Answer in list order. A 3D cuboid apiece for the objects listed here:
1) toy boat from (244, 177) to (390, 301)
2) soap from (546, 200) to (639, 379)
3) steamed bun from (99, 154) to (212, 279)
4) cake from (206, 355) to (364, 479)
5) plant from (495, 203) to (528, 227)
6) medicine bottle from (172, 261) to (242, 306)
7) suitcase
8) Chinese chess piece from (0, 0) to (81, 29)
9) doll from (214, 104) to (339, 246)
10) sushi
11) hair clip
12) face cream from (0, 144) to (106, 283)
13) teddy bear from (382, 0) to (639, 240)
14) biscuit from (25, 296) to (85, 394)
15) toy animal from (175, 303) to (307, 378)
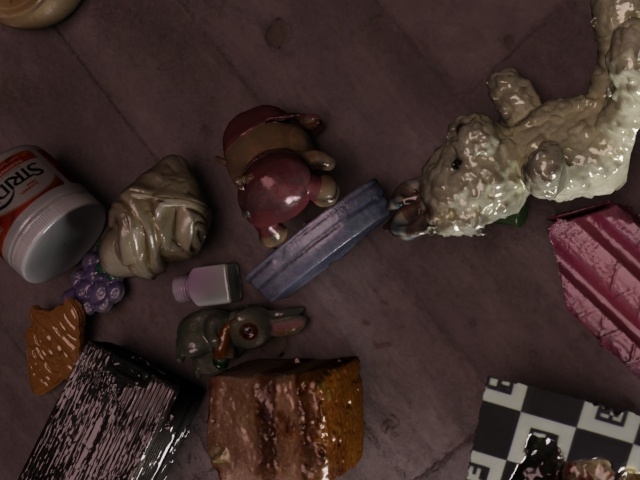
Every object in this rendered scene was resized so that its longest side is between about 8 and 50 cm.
[{"bbox_3d":[0.000,0.000,1.613,0.283,0.127,0.078,-38,80,17],"label":"toy boat"},{"bbox_3d":[0.458,0.060,1.439,0.289,0.112,0.182,44,107,14],"label":"soap"},{"bbox_3d":[-0.276,-0.019,1.690,0.144,0.218,0.211,31,130,17],"label":"steamed bun"},{"bbox_3d":[-0.084,0.299,1.631,0.293,0.199,0.196,-2,95,23],"label":"cake"},{"bbox_3d":[0.283,-0.054,1.540,0.102,0.051,0.051,23,101,33],"label":"plant"},{"bbox_3d":[-0.208,0.083,1.740,0.118,0.055,0.074,-9,90,21],"label":"medicine bottle"},{"bbox_3d":[-0.385,0.373,1.744,0.230,0.152,0.335,23,83,18],"label":"suitcase"},{"bbox_3d":[-0.562,-0.530,1.827,0.250,0.103,0.249,0,91,23],"label":"Chinese chess piece"},{"bbox_3d":[-0.073,-0.126,1.601,0.196,0.152,0.256,-14,44,-6],"label":"doll"},{"bbox_3d":[0.420,0.369,1.491,0.373,0.100,0.296,12,107,11],"label":"sushi"},{"bbox_3d":[-0.419,0.078,1.837,0.124,0.052,0.195,39,99,21],"label":"hair clip"},{"bbox_3d":[-0.539,-0.052,1.788,0.187,0.201,0.201,41,107,15],"label":"face cream"},{"bbox_3d":[0.275,-0.172,1.399,0.362,0.327,0.375,1,129,4],"label":"teddy bear"},{"bbox_3d":[-0.523,0.213,1.862,0.162,0.035,0.250,39,121,19],"label":"biscuit"},{"bbox_3d":[-0.152,0.154,1.695,0.236,0.108,0.138,-31,51,16],"label":"toy animal"}]
